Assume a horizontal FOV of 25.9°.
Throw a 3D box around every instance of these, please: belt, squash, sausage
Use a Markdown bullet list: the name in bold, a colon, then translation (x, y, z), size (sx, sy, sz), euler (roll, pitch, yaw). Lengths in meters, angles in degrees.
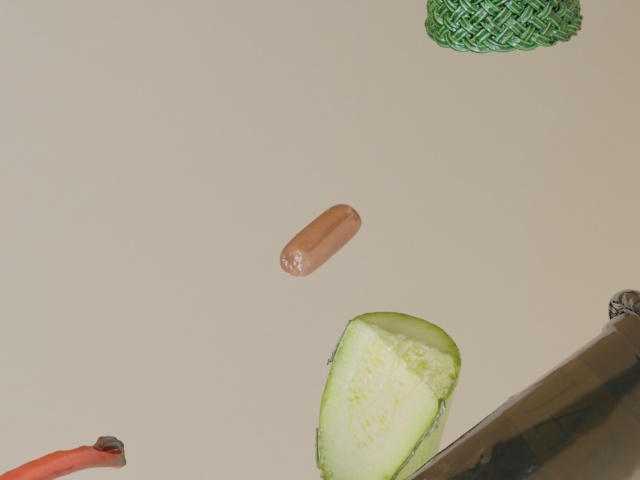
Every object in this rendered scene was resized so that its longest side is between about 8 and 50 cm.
- **belt**: translation (0.142, -0.199, 1.059), size (0.151, 0.121, 0.079), euler (-51, 143, -60)
- **squash**: translation (0.037, 0.151, 0.896), size (0.075, 0.090, 0.200), euler (-41, 142, -54)
- **sausage**: translation (0.000, 0.000, 1.151), size (0.083, 0.034, 0.034), euler (-41, 172, -35)

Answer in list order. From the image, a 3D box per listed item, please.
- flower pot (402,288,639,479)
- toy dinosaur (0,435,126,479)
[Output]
- **flower pot**: translation (0.098, 0.110, 0.467), size (0.106, 0.157, 0.157), euler (-30, 175, 1)
- **toy dinosaur**: translation (-0.165, 0.184, 0.490), size (0.286, 0.070, 0.139), euler (-37, -149, -13)
